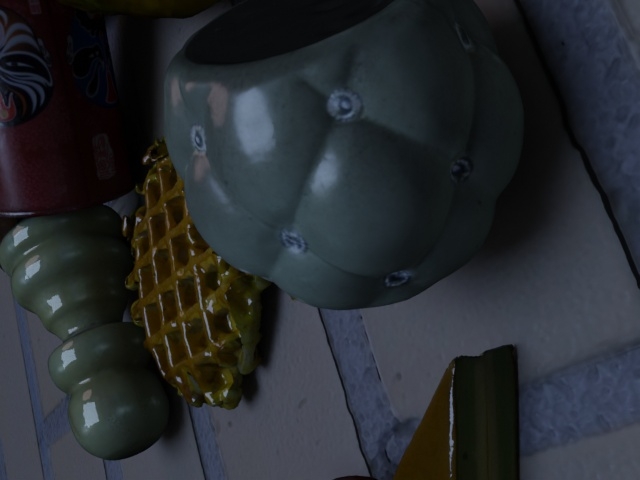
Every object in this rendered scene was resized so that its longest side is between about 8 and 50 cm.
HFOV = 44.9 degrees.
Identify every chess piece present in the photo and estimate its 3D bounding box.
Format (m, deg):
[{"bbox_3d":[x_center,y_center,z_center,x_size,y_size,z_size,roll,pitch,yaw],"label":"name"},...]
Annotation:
[{"bbox_3d":[-0.304,0.131,1.050,0.182,0.182,0.330,-44,64,45],"label":"chess piece"}]

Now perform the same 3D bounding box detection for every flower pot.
[{"bbox_3d":[0.017,-0.071,0.543,0.246,0.246,0.195,22,141,50],"label":"flower pot"}]

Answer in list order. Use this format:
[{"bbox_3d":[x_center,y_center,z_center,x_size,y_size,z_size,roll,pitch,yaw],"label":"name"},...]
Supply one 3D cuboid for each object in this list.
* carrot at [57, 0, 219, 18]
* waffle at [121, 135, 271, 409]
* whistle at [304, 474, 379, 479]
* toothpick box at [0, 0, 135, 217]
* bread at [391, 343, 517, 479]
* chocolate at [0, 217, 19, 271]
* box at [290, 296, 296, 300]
[{"bbox_3d":[-0.196,-0.353,0.808,0.341,0.242,0.241,21,109,53],"label":"carrot"},{"bbox_3d":[-0.157,0.035,0.919,0.302,0.068,0.325,36,119,46],"label":"waffle"},{"bbox_3d":[0.076,0.283,0.592,0.346,0.134,0.142,19,109,41],"label":"whistle"},{"bbox_3d":[-0.373,-0.216,1.018,0.204,0.204,0.333,19,121,51],"label":"toothpick box"},{"bbox_3d":[0.117,0.156,0.560,0.084,0.074,0.139,45,124,42],"label":"bread"},{"bbox_3d":[-0.655,-0.037,1.562,0.261,0.083,0.161,18,123,52],"label":"chocolate"},{"bbox_3d":[0.000,0.000,0.729,0.133,0.023,0.090,-26,84,51],"label":"box"}]
